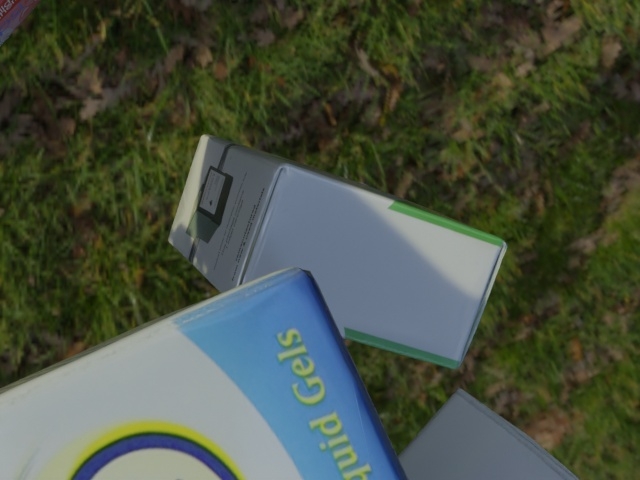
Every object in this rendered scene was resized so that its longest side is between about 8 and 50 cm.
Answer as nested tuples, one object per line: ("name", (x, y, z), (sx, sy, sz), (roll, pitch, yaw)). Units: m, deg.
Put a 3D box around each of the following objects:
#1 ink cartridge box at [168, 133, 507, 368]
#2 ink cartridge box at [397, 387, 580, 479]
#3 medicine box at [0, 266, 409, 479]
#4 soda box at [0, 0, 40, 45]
("ink cartridge box", (0.000, 0.000, 1.034), (0.211, 0.289, 0.121), (17, 94, -19))
("ink cartridge box", (0.036, 0.206, 0.625), (0.218, 0.092, 0.158), (-43, 159, -20))
("medicine box", (-0.094, 0.187, 0.355), (0.289, 0.263, 0.149), (-25, 180, -30))
("soda box", (-0.387, -0.210, 1.171), (0.083, 0.092, 0.263), (39, 84, 1))
